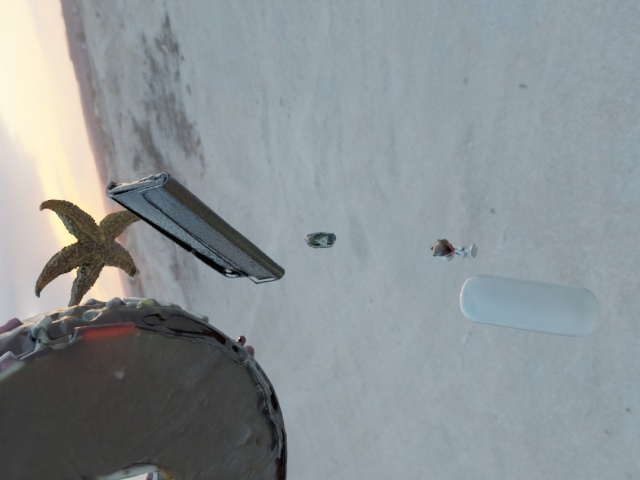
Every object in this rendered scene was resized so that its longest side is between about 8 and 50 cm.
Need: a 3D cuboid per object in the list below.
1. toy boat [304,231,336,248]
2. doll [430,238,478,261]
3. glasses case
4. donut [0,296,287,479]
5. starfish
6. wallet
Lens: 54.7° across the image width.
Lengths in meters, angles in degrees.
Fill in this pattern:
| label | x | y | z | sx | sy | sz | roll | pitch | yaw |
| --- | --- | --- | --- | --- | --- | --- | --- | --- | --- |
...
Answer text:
| label | x | y | z | sx | sy | sz | roll | pitch | yaw |
| --- | --- | --- | --- | --- | --- | --- | --- | --- | --- |
| toy boat | 0.000 | 0.000 | 1.283 | 0.038 | 0.083 | 0.038 | 3 | 95 | 49 |
| doll | 0.259 | 0.020 | 1.207 | 0.085 | 0.058 | 0.040 | -12 | 51 | 54 |
| glasses case | 0.307 | 0.096 | 0.917 | 0.049 | 0.197 | 0.076 | 36 | -119 | -77 |
| donut | -0.182 | 0.171 | 0.496 | 0.136 | 0.345 | 0.260 | 9 | 93 | 49 |
| starfish | -0.387 | 0.015 | 1.043 | 0.043 | 0.227 | 0.240 | 8 | 148 | 33 |
| wallet | -0.169 | -0.008 | 0.857 | 0.132 | 0.243 | 0.039 | -1 | 60 | 38 |
